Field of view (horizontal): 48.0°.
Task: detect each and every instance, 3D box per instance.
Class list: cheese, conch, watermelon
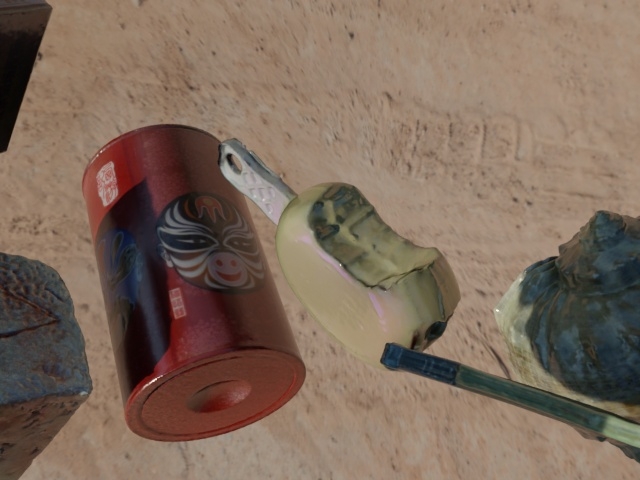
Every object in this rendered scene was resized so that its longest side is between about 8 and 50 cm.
[{"bbox_3d":[0.000,0.000,0.672,0.286,0.163,0.082,43,57,17],"label":"cheese"},{"bbox_3d":[0.208,0.072,0.512,0.155,0.130,0.207,0,121,41],"label":"conch"},{"bbox_3d":[-0.340,0.117,0.730,0.201,0.261,0.212,-22,57,-14],"label":"watermelon"}]

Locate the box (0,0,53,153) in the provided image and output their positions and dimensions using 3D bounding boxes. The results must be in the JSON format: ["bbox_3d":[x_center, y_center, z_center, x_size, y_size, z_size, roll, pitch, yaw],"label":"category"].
[{"bbox_3d":[-0.368,-0.104,0.551,0.047,0.325,0.180,43,126,8],"label":"box"}]

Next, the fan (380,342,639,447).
[{"bbox_3d":[0.097,0.076,0.346,0.038,0.193,0.016,24,81,-35],"label":"fan"}]

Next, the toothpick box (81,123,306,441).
[{"bbox_3d":[-0.162,0.044,0.867,0.204,0.204,0.333,-26,55,6],"label":"toothpick box"}]
